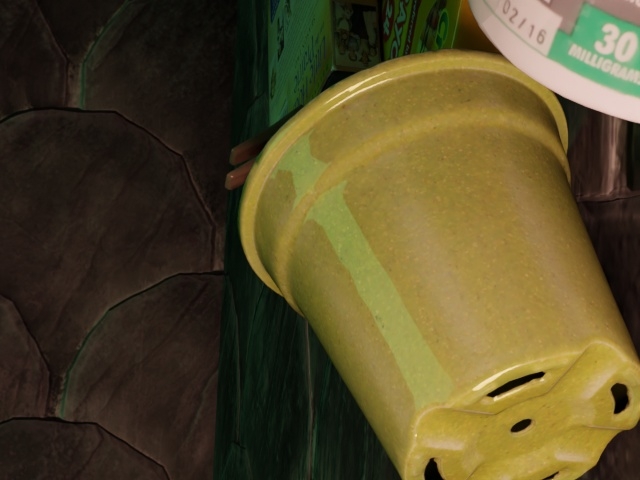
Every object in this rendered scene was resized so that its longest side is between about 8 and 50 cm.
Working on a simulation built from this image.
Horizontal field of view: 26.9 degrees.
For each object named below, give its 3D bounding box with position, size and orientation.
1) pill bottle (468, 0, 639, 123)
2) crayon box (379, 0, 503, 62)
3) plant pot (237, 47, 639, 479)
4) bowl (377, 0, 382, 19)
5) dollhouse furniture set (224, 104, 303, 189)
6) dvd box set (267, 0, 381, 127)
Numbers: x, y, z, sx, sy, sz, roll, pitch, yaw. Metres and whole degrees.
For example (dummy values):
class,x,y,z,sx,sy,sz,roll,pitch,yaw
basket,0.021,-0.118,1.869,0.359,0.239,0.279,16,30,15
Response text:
class,x,y,z,sx,sy,sz,roll,pitch,yaw
pill bottle,0.208,-0.247,0.633,0.204,0.204,0.361,-99,17,-44
crayon box,0.125,-0.174,1.275,0.318,0.081,0.202,-111,28,-61
plant pot,0.105,0.046,0.980,0.276,0.276,0.254,105,151,-43
bowl,0.046,-0.248,1.654,0.170,0.080,0.170,-177,90,-77
dollhouse furniture set,0.000,0.000,1.338,0.262,0.135,0.259,55,164,10
dvd box set,-0.004,-0.292,1.569,0.307,0.062,0.420,118,154,-60
